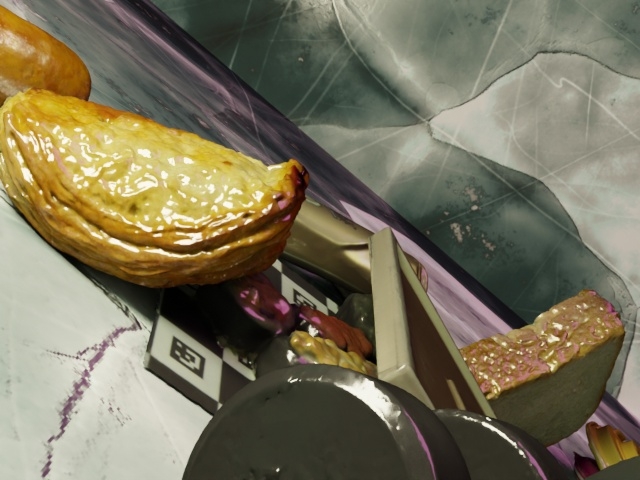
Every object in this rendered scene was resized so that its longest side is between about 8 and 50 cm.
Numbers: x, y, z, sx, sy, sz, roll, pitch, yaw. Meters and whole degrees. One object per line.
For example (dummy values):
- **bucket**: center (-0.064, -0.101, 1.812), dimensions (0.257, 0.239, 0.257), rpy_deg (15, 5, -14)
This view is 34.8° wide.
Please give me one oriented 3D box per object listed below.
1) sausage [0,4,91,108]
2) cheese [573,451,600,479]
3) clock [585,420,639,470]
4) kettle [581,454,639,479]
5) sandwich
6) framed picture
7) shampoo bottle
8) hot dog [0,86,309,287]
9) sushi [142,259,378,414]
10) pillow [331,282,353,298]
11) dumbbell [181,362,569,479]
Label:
- **sausage**: center (-0.307, -0.168, 0.870), dimensions (0.270, 0.109, 0.109), rpy_deg (31, 14, -46)
- **cheese**: center (0.411, 0.364, 1.482), dimensions (0.095, 0.038, 0.145), rpy_deg (32, 19, -38)
- **clock**: center (0.461, 0.356, 1.467), dimensions (0.237, 0.057, 0.237), rpy_deg (52, 16, -21)
- **kettle**: center (0.159, 0.270, 0.371), dimensions (0.203, 0.262, 0.308), rpy_deg (10, 26, 8)
- **sandwich**: center (0.253, 0.206, 1.345), dimensions (0.099, 0.288, 0.254), rpy_deg (54, -29, 31)
- **framed picture**: center (0.135, 0.175, 0.926), dimensions (0.326, 0.028, 0.446), rpy_deg (60, 8, -10)
- **shampoo bottle**: center (0.000, 0.000, 1.274), dimensions (0.350, 0.084, 0.125), rpy_deg (27, 13, -36)
- **hot dog**: center (-0.145, -0.037, 0.833), dimensions (0.259, 0.114, 0.175), rpy_deg (16, 21, 2)
- **sushi**: center (0.016, 0.096, 0.913), dimensions (0.343, 0.064, 0.359), rpy_deg (38, 16, -17)
- **pillow**: center (0.099, 0.103, 1.416), dimensions (0.230, 0.050, 0.148), rpy_deg (41, 17, 9)
- **dumbbell**: center (0.041, 0.161, 0.568), dimensions (0.152, 0.152, 0.218), rpy_deg (47, 11, 35)
